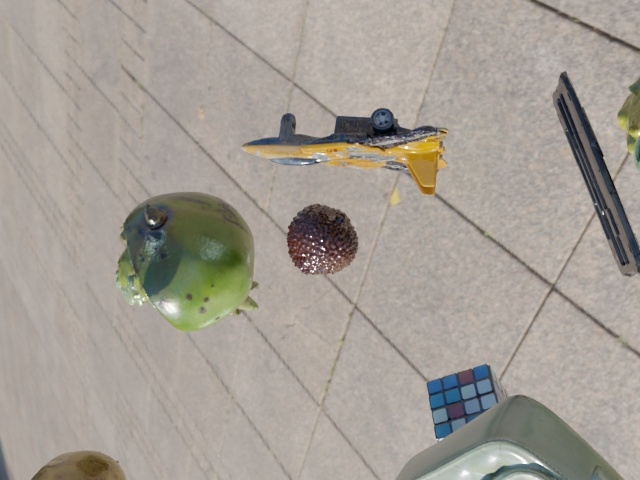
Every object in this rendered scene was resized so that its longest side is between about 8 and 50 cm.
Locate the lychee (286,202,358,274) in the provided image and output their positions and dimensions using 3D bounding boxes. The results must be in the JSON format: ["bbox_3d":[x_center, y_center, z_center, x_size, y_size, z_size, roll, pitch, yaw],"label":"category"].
[{"bbox_3d":[0.003,0.001,1.040,0.123,0.123,0.129,50,147,27],"label":"lychee"}]

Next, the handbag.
[{"bbox_3d":[0.199,0.283,0.625,0.219,0.079,0.256,41,135,6],"label":"handbag"}]

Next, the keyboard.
[{"bbox_3d":[0.347,-0.080,0.792,0.016,0.106,0.263,-19,80,10],"label":"keyboard"}]

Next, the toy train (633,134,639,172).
[{"bbox_3d":[0.580,-0.088,0.706,0.441,0.272,0.179,2,116,36],"label":"toy train"}]

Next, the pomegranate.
[{"bbox_3d":[-0.225,0.048,1.175,0.260,0.340,0.261,-12,63,24],"label":"pomegranate"}]

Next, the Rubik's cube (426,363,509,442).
[{"bbox_3d":[0.345,0.395,1.421,0.154,0.151,0.155,-23,129,19],"label":"Rubik's cube"}]

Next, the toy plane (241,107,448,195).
[{"bbox_3d":[0.035,-0.149,0.971,0.315,0.204,0.103,12,82,13],"label":"toy plane"}]

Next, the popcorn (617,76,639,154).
[{"bbox_3d":[0.627,-0.213,1.043,0.192,0.266,0.233,49,145,-7],"label":"popcorn"}]

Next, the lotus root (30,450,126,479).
[{"bbox_3d":[-0.327,0.346,0.858,0.118,0.221,0.125,-32,94,9],"label":"lotus root"}]
